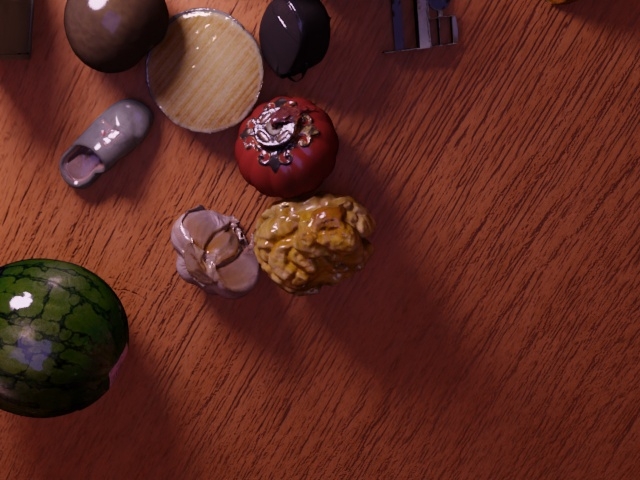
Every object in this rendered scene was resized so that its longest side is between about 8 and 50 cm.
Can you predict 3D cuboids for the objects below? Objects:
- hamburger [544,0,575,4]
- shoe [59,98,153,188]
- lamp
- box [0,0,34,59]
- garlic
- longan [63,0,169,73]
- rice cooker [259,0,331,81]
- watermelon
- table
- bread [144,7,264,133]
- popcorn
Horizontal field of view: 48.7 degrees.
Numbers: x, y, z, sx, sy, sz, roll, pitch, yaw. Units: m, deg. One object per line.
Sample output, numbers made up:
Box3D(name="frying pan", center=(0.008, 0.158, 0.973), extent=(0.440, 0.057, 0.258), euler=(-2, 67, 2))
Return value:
Box3D(name="hamburger", center=(0.573, -0.670, 1.365), extent=(0.268, 0.287, 0.446), euler=(-21, 127, -5))
Box3D(name="shoe", center=(-0.471, -0.204, 1.530), extent=(0.251, 0.100, 0.103), euler=(-43, 104, 10))
Box3D(name="lamp", center=(-0.074, -0.201, 1.505), extent=(0.226, 0.227, 0.227), euler=(-1, 105, -5))
Box3D(name="box", center=(-0.650, -0.474, 1.374), extent=(0.117, 0.225, 0.225), euler=(8, 104, -7))
Box3D(name="garlic", center=(-0.245, 0.042, 1.605), extent=(0.229, 0.178, 0.143), euler=(46, 129, 3))
Box3D(name="longan", center=(-0.415, -0.446, 1.425), extent=(0.212, 0.198, 0.198), euler=(-34, 106, 6))
Box3D(name="rice cooker", center=(-0.053, -0.424, 1.465), extent=(0.118, 0.203, 0.142), euler=(-27, 78, -24))
Box3D(name="watermelon", center=(-0.596, 0.203, 1.512), extent=(0.362, 0.363, 0.364), euler=(-1, 105, -5))
Box3D(name="table", center=(0.214, -0.491, 1.532), extent=(0.175, 0.062, 0.146), euler=(-7, 106, 0))
Box3D(name="bread", center=(-0.246, -0.361, 1.512), extent=(0.266, 0.040, 0.267), euler=(1, 96, 5))
Box3D(name="popcorn", center=(0.000, 0.000, 1.535), extent=(0.264, 0.332, 0.225), euler=(-11, 86, -25))
